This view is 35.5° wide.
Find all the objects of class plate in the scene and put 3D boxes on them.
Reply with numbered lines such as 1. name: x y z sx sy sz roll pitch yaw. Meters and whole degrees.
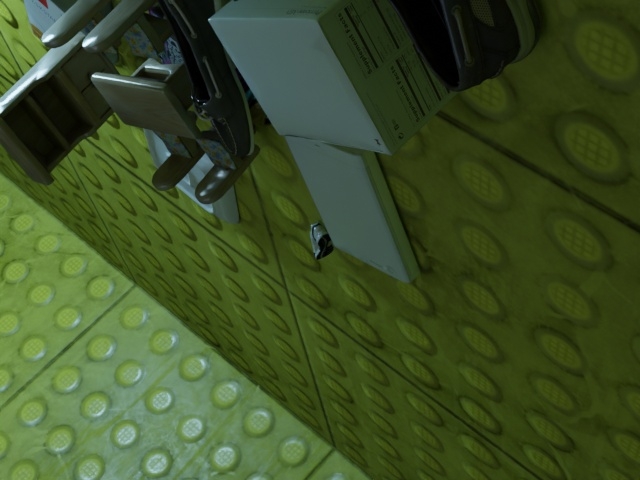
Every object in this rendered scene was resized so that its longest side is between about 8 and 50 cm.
1. plate: -0.300 -0.169 2.234 0.278 0.045 0.277 38 159 18

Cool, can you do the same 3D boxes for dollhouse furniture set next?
1. dollhouse furniture set: -0.385 -0.226 1.791 0.394 0.256 0.362 16 150 43

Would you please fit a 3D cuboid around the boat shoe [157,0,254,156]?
1. boat shoe: -0.192 -0.279 1.604 0.112 0.095 0.335 35 143 55

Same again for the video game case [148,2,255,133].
1. video game case: -0.209 -0.302 1.792 0.210 0.042 0.232 38 159 17

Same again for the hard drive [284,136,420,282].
1. hard drive: 0.052 -0.072 1.726 0.203 0.040 0.307 27 153 41

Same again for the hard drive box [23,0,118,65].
1. hard drive box: -0.509 -0.453 2.028 0.181 0.089 0.232 41 160 10

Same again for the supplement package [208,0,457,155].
1. supplement package: 0.015 -0.245 1.306 0.262 0.145 0.204 17 146 53

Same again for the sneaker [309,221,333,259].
1. sneaker: 0.000 0.000 1.984 0.044 0.040 0.109 55 162 24

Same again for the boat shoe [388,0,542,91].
1. boat shoe: 0.092 -0.310 1.043 0.355 0.130 0.132 50 160 -13

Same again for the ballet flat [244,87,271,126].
1. ballet flat: -0.078 -0.242 1.636 0.073 0.080 0.232 20 167 -13
